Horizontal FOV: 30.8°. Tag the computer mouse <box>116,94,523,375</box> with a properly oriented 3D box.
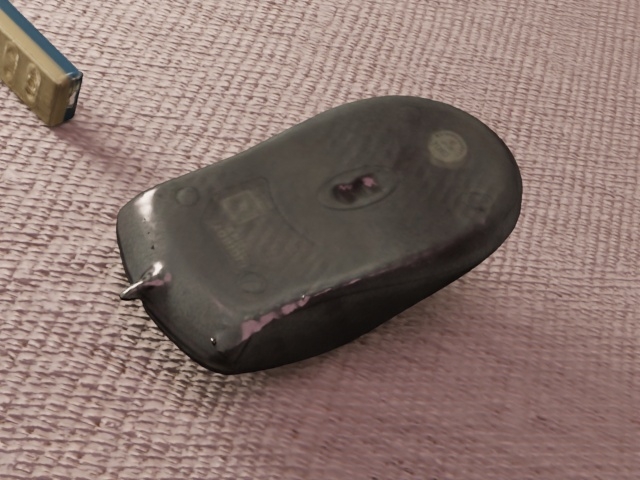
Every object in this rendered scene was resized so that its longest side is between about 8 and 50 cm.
[{"bbox_3d":[0.000,0.000,0.966,0.371,0.121,0.188,-21,58,-28],"label":"computer mouse"}]

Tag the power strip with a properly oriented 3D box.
[{"bbox_3d":[-0.262,-0.159,1.036,0.123,0.056,0.032,43,47,16],"label":"power strip"}]
